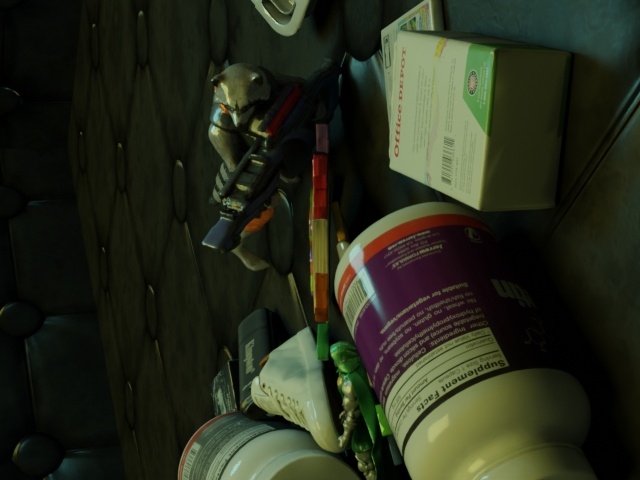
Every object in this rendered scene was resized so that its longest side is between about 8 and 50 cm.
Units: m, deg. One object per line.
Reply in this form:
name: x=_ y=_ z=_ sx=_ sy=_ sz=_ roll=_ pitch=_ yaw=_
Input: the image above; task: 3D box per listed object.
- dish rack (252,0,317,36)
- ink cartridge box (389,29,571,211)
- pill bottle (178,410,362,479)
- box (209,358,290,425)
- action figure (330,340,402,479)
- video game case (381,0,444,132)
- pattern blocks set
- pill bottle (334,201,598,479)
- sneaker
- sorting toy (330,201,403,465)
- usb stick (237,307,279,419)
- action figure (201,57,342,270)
dish rack: x=-0.080 y=-0.492 z=1.558 sx=0.333 sy=0.072 sz=0.285 roll=52 pitch=149 yaw=16
ink cartridge box: x=0.153 y=-0.128 z=1.109 sx=0.212 sy=0.093 sz=0.154 roll=-147 pitch=57 yaw=-63
pill bottle: x=-0.073 y=0.378 z=1.631 sx=0.363 sy=0.210 sz=0.210 roll=177 pitch=89 yaw=-69
box: x=-0.125 y=0.301 z=1.919 sx=0.158 sy=0.093 sz=0.156 roll=127 pitch=135 yaw=-61
action figure: x=0.052 y=0.231 z=1.364 sx=0.137 sy=0.064 sz=0.232 roll=-76 pitch=-26 yaw=-73
video game case: x=0.114 y=-0.195 z=1.306 sx=0.143 sy=0.019 sz=0.157 roll=164 pitch=102 yaw=-68
pattern blocks set: x=0.000 y=0.000 z=1.483 sx=0.285 sy=0.026 sz=0.324 roll=-86 pitch=-4 yaw=-66
pill bottle: x=0.142 y=0.126 z=1.061 sx=0.181 sy=0.182 sz=0.323 roll=106 pitch=151 yaw=-42
sneaker: x=-0.029 y=0.230 z=1.538 sx=0.106 sy=0.123 sz=0.290 roll=61 pitch=-178 yaw=-19
sorting toy: x=0.072 y=0.104 z=1.369 sx=0.196 sy=0.047 sz=0.347 roll=61 pitch=-166 yaw=-70
usb stick: x=-0.100 y=0.195 z=1.776 sx=0.045 sy=0.077 sz=0.278 roll=53 pitch=-170 yaw=-23
action figure: x=-0.111 y=-0.105 z=1.528 sx=0.341 sy=0.179 sz=0.330 roll=-55 pitch=-21 yaw=-33
